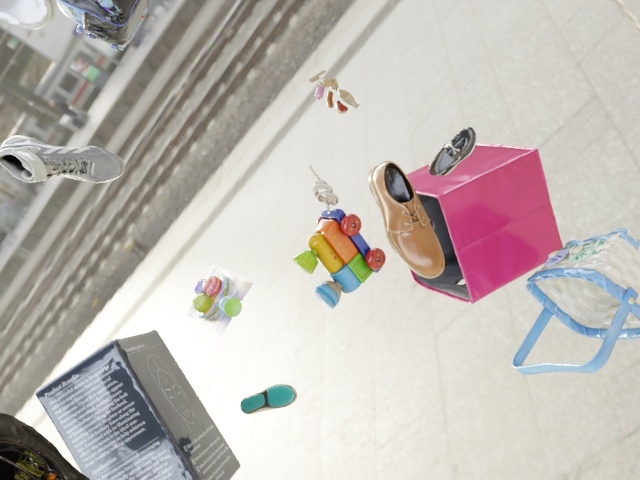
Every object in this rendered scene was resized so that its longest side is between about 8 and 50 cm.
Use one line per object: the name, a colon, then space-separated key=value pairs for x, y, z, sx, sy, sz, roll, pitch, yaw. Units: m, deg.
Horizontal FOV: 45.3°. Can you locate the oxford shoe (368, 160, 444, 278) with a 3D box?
oxford shoe: x=0.144 y=-0.033 z=1.257 sx=0.076 sy=0.212 sz=0.076 roll=-29 pitch=-1 yaw=-12

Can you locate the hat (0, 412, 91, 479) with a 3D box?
hat: x=-0.512 y=0.417 z=1.227 sx=0.134 sy=0.331 sz=0.331 roll=-50 pitch=21 yaw=0

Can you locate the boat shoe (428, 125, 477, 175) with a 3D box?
boat shoe: x=0.248 y=-0.167 z=1.444 sx=0.046 sy=0.038 sz=0.125 roll=59 pitch=137 yaw=17

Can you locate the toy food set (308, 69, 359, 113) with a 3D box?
toy food set: x=0.027 y=-0.343 z=1.814 sx=0.078 sy=0.122 sz=0.019 roll=-38 pitch=-5 yaw=-29

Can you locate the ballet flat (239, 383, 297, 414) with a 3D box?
ballet flat: x=-0.112 y=0.365 z=1.768 sx=0.168 sy=0.052 sz=0.057 roll=-18 pitch=70 yaw=31

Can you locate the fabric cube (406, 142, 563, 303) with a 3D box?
fabric cube: x=0.333 y=-0.047 z=1.694 sx=0.258 sy=0.259 sz=0.254 roll=-26 pitch=18 yaw=-18

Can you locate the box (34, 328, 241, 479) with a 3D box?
box: x=-0.389 y=0.424 z=1.697 sx=0.212 sy=0.395 sz=0.293 roll=-33 pitch=-5 yaw=4

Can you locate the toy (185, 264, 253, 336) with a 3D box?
toy: x=-0.249 y=0.123 z=1.736 sx=0.237 sy=0.056 sz=0.137 roll=17 pitch=74 yaw=57

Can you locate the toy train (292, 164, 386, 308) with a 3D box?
toy train: x=0.000 y=0.000 z=1.426 sx=0.143 sy=0.248 sz=0.105 roll=-47 pitch=26 yaw=-20

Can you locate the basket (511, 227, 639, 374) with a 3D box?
basket: x=0.496 y=0.129 z=1.450 sx=0.289 sy=0.201 sz=0.255 roll=-59 pitch=13 yaw=-20

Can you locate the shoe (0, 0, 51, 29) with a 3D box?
shoe: x=-0.398 y=-0.310 z=0.938 sx=0.063 sy=0.178 sz=0.081 roll=-57 pitch=-1 yaw=-2

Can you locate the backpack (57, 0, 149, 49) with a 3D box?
backpack: x=-0.425 y=-0.465 z=1.453 sx=0.117 sy=0.173 sz=0.158 roll=123 pitch=167 yaw=-64

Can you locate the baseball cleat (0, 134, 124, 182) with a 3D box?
baseball cleat: x=-0.445 y=-0.124 z=1.312 sx=0.109 sy=0.206 sz=0.072 roll=-96 pitch=16 yaw=-58
